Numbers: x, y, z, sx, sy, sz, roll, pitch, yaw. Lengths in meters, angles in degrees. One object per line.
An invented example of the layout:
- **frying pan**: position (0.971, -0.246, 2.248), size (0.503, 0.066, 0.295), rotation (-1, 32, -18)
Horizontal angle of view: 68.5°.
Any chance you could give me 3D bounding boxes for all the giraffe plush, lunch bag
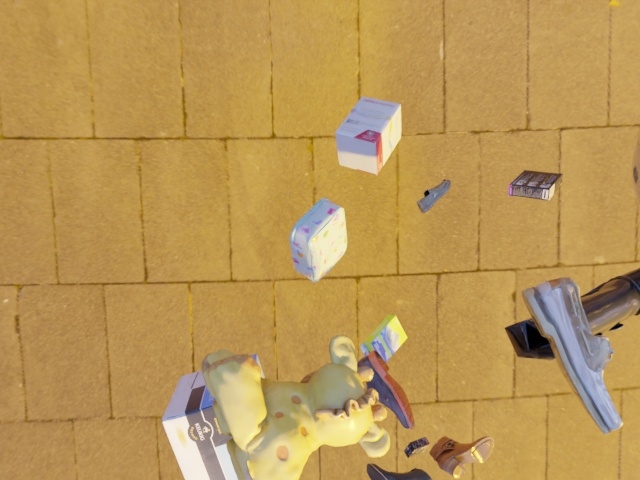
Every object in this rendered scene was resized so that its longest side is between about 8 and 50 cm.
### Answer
- **giraffe plush**: position (-0.022, 0.193, 0.535), size (0.170, 0.210, 0.182), rotation (-18, 107, -22)
- **lunch bag**: position (0.000, 0.000, 1.638), size (0.107, 0.279, 0.224), rotation (29, 62, 22)

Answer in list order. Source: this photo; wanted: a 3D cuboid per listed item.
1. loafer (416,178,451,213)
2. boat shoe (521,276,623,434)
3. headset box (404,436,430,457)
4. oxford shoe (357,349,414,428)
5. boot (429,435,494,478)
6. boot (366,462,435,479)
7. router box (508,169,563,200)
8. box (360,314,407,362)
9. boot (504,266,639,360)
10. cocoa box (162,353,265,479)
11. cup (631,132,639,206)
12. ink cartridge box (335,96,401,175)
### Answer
- **loafer**: position (0.371, -0.154, 1.542), size (0.050, 0.056, 0.148), rotation (44, 76, -4)
- **boat shoe**: position (0.512, 0.217, 0.914), size (0.103, 0.113, 0.303), rotation (-26, 77, 12)
- **headset box**: position (0.353, 0.750, 1.703), size (0.083, 0.032, 0.062), rotation (-3, 131, -29)
- **oxford shoe**: position (0.214, 0.503, 1.548), size (0.098, 0.097, 0.272), rotation (-35, 72, 13)
- **boot**: position (0.474, 0.703, 1.594), size (0.197, 0.152, 0.073), rotation (-27, 100, -16)
- **boot**: position (0.263, 0.782, 1.555), size (0.137, 0.197, 0.077), rotation (-28, 131, -34)
- **router box**: position (0.752, -0.195, 1.637), size (0.133, 0.178, 0.046), rotation (14, 121, 36)
- **box**: position (0.230, 0.366, 1.698), size (0.178, 0.042, 0.109), rotation (-41, 110, -32)
- **boot**: position (0.741, 0.156, 1.180), size (0.444, 0.367, 0.146), rotation (-13, 65, -18)
- **cocoa box**: position (-0.223, 0.521, 1.223), size (0.227, 0.231, 0.348), rotation (-17, 102, -2)
- **cup**: position (0.556, -0.098, 0.604), size (0.330, 0.237, 0.332), rotation (1, 94, 8)
- **ink cartridge box**: position (0.142, -0.303, 1.350), size (0.128, 0.127, 0.176), rotation (20, 59, 24)
